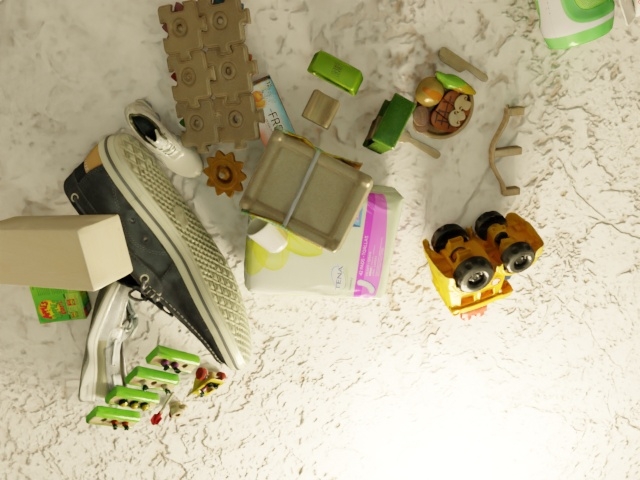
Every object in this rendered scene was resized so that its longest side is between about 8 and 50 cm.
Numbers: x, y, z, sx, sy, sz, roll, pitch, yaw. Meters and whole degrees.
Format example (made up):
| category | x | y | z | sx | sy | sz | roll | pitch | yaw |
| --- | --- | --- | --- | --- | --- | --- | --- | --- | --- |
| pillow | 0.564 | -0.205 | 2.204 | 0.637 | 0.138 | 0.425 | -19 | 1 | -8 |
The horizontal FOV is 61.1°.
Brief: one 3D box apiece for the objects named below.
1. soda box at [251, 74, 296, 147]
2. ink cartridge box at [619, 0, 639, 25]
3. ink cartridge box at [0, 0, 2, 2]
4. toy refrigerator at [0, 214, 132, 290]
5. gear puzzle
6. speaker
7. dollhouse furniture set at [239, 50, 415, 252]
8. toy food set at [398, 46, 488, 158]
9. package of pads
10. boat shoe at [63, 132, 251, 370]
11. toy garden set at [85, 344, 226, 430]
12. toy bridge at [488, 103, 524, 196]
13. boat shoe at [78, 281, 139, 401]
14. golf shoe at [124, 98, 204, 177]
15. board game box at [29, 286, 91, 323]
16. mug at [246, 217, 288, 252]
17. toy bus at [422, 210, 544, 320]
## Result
| category | x | y | z | sx | sy | sz | roll | pitch | yaw |
| --- | --- | --- | --- | --- | --- | --- | --- | --- | --- |
| soda box | -0.084 | -0.207 | 1.006 | 0.062 | 0.058 | 0.183 | -23 | 114 | 2 |
| ink cartridge box | 0.584 | -0.473 | 0.936 | 0.198 | 0.067 | 0.115 | -46 | 115 | -23 |
| ink cartridge box | -0.566 | -0.398 | 0.861 | 0.088 | 0.052 | 0.122 | 41 | 101 | -20 |
| toy refrigerator | -0.451 | 0.015 | 0.917 | 0.269 | 0.094 | 0.102 | 0 | 109 | 27 |
| gear puzzle | -0.174 | -0.242 | 0.947 | 0.175 | 0.044 | 0.339 | -1 | 106 | 21 |
| speaker | 0.415 | -0.491 | 0.923 | 0.131 | 0.131 | 0.297 | -23 | 114 | 2 |
| dollhouse furniture set | 0.008 | -0.151 | 0.977 | 0.197 | 0.151 | 0.302 | 26 | 97 | -6 |
| toy food set | 0.235 | -0.255 | 1.041 | 0.132 | 0.038 | 0.192 | 24 | 107 | -17 |
| package of pads | 0.000 | 0.000 | 1.082 | 0.296 | 0.101 | 0.229 | 5 | 110 | -9 |
| boat shoe | -0.289 | 0.046 | 1.022 | 0.155 | 0.187 | 0.500 | -28 | 109 | 10 |
| toy garden set | -0.338 | 0.339 | 1.162 | 0.244 | 0.049 | 0.203 | -44 | 138 | 15 |
| toy bridge | 0.375 | -0.181 | 1.100 | 0.063 | 0.026 | 0.188 | -8 | 113 | -4 |
| boat shoe | -0.419 | 0.202 | 1.103 | 0.103 | 0.118 | 0.321 | 11 | 115 | -21 |
| golf shoe | -0.285 | -0.172 | 0.978 | 0.069 | 0.086 | 0.176 | -43 | 113 | 8 |
| board game box | -0.521 | 0.071 | 1.067 | 0.092 | 0.043 | 0.182 | -6 | 113 | -5 |
| mug | -0.085 | -0.015 | 0.979 | 0.078 | 0.062 | 0.064 | -34 | 119 | 14 |
| toy bus | 0.343 | 0.070 | 1.146 | 0.220 | 0.149 | 0.212 | -19 | 127 | -3 |
